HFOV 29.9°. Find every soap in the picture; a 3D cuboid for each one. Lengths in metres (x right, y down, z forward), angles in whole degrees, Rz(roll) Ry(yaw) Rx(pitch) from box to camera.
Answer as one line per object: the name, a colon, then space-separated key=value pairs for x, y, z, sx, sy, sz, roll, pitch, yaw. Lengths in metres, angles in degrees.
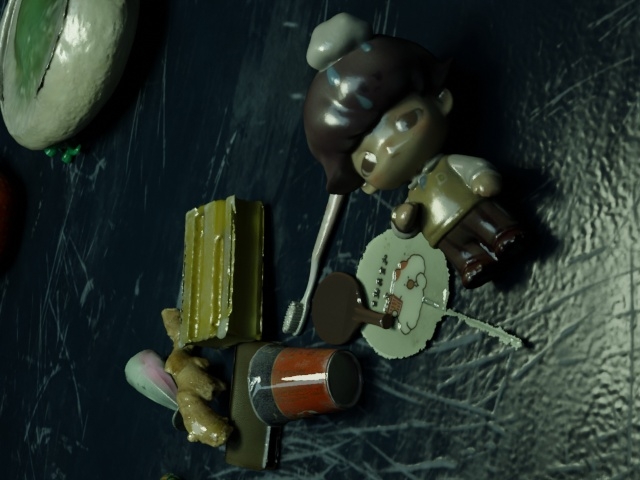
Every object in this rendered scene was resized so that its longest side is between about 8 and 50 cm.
soap: x=-0.154 y=0.054 z=1.896 sx=0.135 sy=0.076 sz=0.233 roll=-17 pitch=64 yaw=46

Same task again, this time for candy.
candy: x=-0.474 y=-0.368 z=2.235 sx=0.427 sy=0.186 sz=0.386 roll=-61 pitch=40 yaw=18

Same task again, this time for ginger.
ginger: x=-0.203 y=0.217 z=1.927 sx=0.089 sy=0.075 sz=0.288 roll=-24 pitch=45 yaw=0

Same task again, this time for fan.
fan: x=0.156 y=0.089 z=1.633 sx=0.329 sy=0.009 sz=0.191 roll=20 pitch=99 yaw=49

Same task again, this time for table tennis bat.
table tennis bat: x=0.004 y=0.097 z=1.709 sx=0.170 sy=0.119 sz=0.108 roll=10 pitch=91 yaw=51

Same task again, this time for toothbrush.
toothbrush: x=0.000 y=0.000 z=1.797 sx=0.025 sy=0.029 sz=0.307 roll=31 pitch=106 yaw=52

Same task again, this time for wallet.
wallet: x=-0.101 y=0.253 z=1.862 sx=0.110 sy=0.031 sz=0.198 roll=2 pitch=85 yaw=46

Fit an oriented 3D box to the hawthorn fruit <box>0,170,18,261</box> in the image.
hawthorn fruit: x=-0.761 y=-0.045 z=2.431 sx=0.275 sy=0.299 sz=0.275 roll=19 pitch=120 yaw=36

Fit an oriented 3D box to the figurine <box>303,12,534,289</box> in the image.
figurine: x=0.110 y=-0.105 z=1.573 sx=0.218 sy=0.206 sz=0.365 roll=-57 pitch=49 yaw=42

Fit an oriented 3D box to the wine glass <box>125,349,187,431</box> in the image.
wine glass: x=-0.256 y=0.248 z=1.999 sx=0.155 sy=0.073 sz=0.073 roll=34 pitch=108 yaw=41

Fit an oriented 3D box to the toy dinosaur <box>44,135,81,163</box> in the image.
toy dinosaur: x=-0.489 y=-0.205 z=2.326 sx=0.096 sy=0.059 sz=0.132 roll=-53 pitch=42 yaw=19

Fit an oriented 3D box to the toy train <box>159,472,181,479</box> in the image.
toy train: x=-0.285 y=0.512 z=1.969 sx=0.285 sy=0.116 sz=0.177 roll=-50 pitch=64 yaw=28

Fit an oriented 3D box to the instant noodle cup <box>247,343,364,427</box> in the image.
instant noodle cup: x=-0.016 y=0.205 z=1.728 sx=0.135 sy=0.127 sz=0.127 roll=-10 pitch=77 yaw=36
